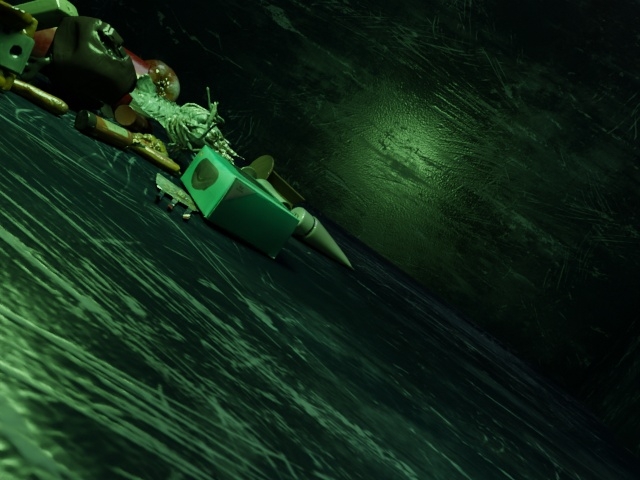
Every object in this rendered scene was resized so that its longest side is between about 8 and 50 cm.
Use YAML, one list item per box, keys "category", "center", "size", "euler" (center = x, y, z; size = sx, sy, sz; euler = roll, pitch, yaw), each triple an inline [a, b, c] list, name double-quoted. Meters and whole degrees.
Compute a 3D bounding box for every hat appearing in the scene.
- category: "hat"
  center: [-0.636, -0.415, 1.402]
  size: [0.336, 0.209, 0.238]
  euler: [-2, -36, 50]

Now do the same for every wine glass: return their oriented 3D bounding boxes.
- category: "wine glass"
  center: [-0.197, -0.148, 1.789]
  size: [0.231, 0.103, 0.103]
  euler: [43, 10, 35]

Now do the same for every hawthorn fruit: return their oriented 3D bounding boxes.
- category: "hawthorn fruit"
  center: [-0.788, -0.709, 2.474]
  size: [0.262, 0.232, 0.235]
  euler: [-4, -19, 22]

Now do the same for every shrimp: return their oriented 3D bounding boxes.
- category: "shrimp"
  center: [-0.375, -0.335, 1.501]
  size: [0.410, 0.221, 0.166]
  euler: [29, -30, 28]

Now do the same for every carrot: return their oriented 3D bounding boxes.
- category: "carrot"
  center: [-0.624, -0.318, 1.155]
  size: [0.165, 0.036, 0.035]
  euler: [27, 9, -34]

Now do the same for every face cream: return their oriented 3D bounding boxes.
- category: "face cream"
  center: [0.000, 0.000, 1.856]
  size: [0.314, 0.089, 0.143]
  euler: [44, -1, -42]

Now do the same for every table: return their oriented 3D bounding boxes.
- category: "table"
  center: [-0.180, -0.204, 2.141]
  size: [0.226, 0.167, 0.167]
  euler: [41, 1, -38]

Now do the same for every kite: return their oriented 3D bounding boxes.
- category: "kite"
  center: [-0.307, -0.089, 1.156]
  size: [0.141, 0.015, 0.245]
  euler: [35, 5, -14]

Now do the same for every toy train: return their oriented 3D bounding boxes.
- category: "toy train"
  center: [-0.683, -0.399, 0.922]
  size: [0.231, 0.163, 0.369]
  euler: [28, 4, 20]

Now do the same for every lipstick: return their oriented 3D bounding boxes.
- category: "lipstick"
  center: [-0.517, -0.329, 1.508]
  size: [0.057, 0.057, 0.356]
  euler: [33, -1, -11]

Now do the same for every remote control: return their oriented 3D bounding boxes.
- category: "remote control"
  center: [-0.756, -0.543, 1.326]
  size: [0.123, 0.285, 0.038]
  euler: [-87, 165, -82]

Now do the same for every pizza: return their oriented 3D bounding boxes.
- category: "pizza"
  center: [-0.447, -0.248, 1.463]
  size: [0.185, 0.052, 0.195]
  euler: [35, 7, -14]

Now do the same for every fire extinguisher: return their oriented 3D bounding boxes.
- category: "fire extinguisher"
  center: [-0.490, -0.252, 1.267]
  size: [0.062, 0.050, 0.177]
  euler: [9, -6, 26]

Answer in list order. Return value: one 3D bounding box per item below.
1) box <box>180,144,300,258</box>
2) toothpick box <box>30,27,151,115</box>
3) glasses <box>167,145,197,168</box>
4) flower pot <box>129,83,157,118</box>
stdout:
- category: "box"
  center: [-0.202, -0.102, 1.312]
  size: [0.205, 0.118, 0.311]
  euler: [31, 7, -32]
- category: "toothpick box"
  center: [-0.718, -0.552, 1.650]
  size: [0.333, 0.204, 0.204]
  euler: [31, 7, -26]
- category: "glasses"
  center: [-0.349, -0.226, 1.636]
  size: [0.220, 0.088, 0.190]
  euler: [34, 6, -6]
- category: "flower pot"
  center: [-0.748, -0.601, 2.157]
  size: [0.235, 0.141, 0.235]
  euler: [36, 6, -5]
